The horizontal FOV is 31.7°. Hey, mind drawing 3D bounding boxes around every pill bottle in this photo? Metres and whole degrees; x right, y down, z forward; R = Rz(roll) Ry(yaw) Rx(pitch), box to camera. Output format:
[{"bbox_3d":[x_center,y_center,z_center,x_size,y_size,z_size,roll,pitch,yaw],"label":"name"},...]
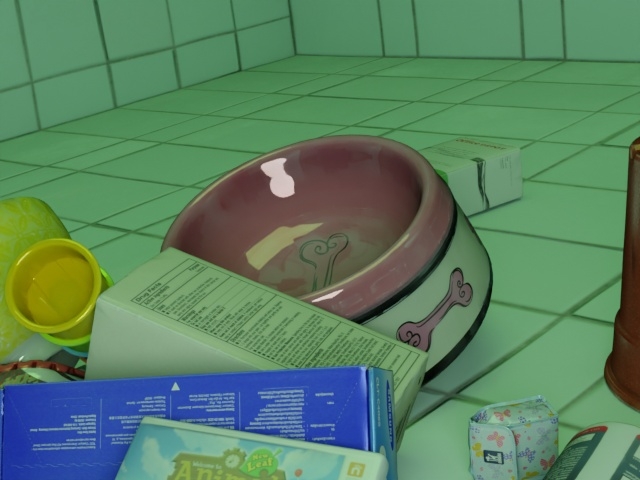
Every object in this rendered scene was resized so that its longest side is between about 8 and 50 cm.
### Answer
[{"bbox_3d":[0.215,0.230,0.893,0.108,0.108,0.180,4,22,32],"label":"pill bottle"}]

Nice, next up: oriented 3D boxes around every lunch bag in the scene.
[{"bbox_3d":[0.182,0.194,1.072,0.083,0.071,0.053,-8,22,-8],"label":"lunch bag"}]

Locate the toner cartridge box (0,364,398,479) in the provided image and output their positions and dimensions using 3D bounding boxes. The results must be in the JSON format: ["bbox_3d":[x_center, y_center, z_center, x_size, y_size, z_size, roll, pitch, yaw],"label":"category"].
[{"bbox_3d":[-0.109,0.199,0.971,0.347,0.165,0.075,-5,-10,18],"label":"toner cartridge box"}]

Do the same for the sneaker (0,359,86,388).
[{"bbox_3d":[-0.252,0.191,1.154,0.276,0.098,0.135,5,22,-5],"label":"sneaker"}]

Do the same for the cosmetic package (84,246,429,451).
[{"bbox_3d":[-0.064,0.134,1.099,0.296,0.129,0.153,23,27,15],"label":"cosmetic package"}]

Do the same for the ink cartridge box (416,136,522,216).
[{"bbox_3d":[0.211,-0.100,1.907,0.219,0.093,0.160,-18,22,-30],"label":"ink cartridge box"}]

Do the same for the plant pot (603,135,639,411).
[{"bbox_3d":[0.433,0.020,1.187,0.272,0.265,0.272,-6,19,2],"label":"plant pot"}]

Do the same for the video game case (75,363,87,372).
[{"bbox_3d":[-0.292,0.202,1.305,0.173,0.022,0.190,-22,23,-38],"label":"video game case"}]

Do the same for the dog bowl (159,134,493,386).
[{"bbox_3d":[-0.010,0.027,1.332,0.407,0.150,0.408,-14,34,10],"label":"dog bowl"}]

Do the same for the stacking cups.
[{"bbox_3d":[-0.231,0.088,1.208,0.096,0.096,0.316,-5,-18,7],"label":"stacking cups"}]

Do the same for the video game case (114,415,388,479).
[{"bbox_3d":[-0.074,0.231,0.849,0.212,0.023,0.193,5,50,20],"label":"video game case"}]

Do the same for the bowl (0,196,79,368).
[{"bbox_3d":[-0.366,0.107,1.278,0.156,0.289,0.289,44,38,13],"label":"bowl"}]
